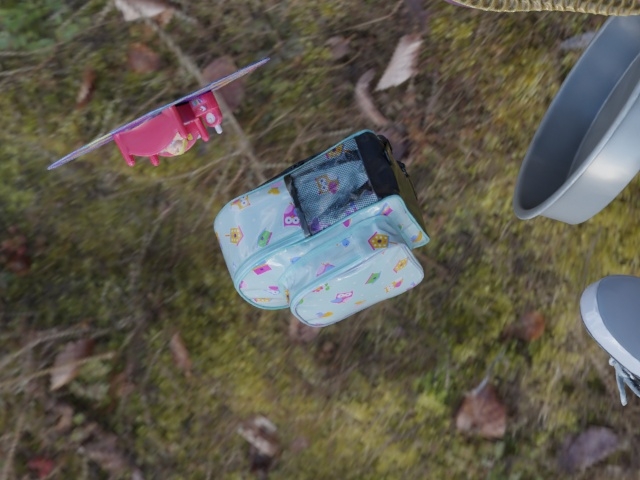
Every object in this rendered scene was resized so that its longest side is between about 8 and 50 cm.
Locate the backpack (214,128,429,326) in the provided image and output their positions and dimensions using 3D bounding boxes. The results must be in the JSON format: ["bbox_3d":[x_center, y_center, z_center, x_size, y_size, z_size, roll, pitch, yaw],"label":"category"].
[{"bbox_3d":[0.000,0.000,1.333,0.188,0.166,0.144,-18,71,10],"label":"backpack"}]

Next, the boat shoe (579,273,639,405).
[{"bbox_3d":[0.378,0.130,1.589,0.105,0.306,0.113,-24,55,42],"label":"boat shoe"}]

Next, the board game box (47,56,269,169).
[{"bbox_3d":[-0.102,-0.074,0.959,0.133,0.169,0.033,-19,100,52],"label":"board game box"}]

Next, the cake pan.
[{"bbox_3d":[0.294,-0.137,1.409,0.054,0.293,0.293,30,111,-7],"label":"cake pan"}]

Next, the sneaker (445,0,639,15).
[{"bbox_3d":[0.106,-0.166,0.796,0.185,0.084,0.069,7,107,-26],"label":"sneaker"}]
